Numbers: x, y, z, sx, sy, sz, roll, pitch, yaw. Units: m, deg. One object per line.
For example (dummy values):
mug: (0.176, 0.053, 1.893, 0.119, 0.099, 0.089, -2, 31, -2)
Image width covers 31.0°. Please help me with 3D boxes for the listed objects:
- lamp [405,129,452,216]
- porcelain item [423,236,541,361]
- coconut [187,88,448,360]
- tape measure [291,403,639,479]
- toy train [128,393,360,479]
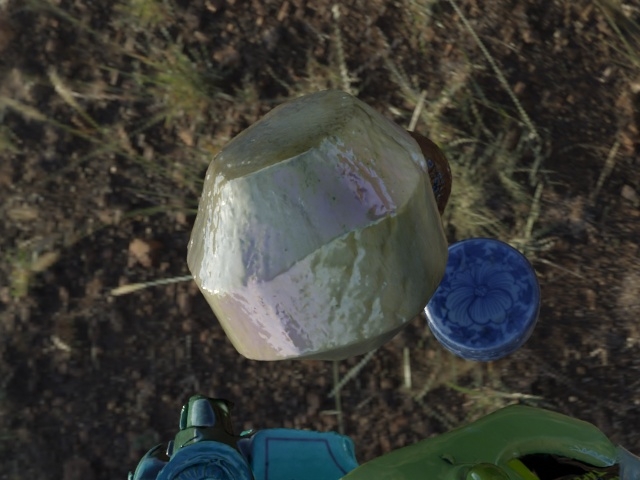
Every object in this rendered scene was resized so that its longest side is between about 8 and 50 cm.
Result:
lamp: (0.118, -0.083, 1.661, 0.135, 0.157, 0.156, -174, 79, -69)
porcelain item: (0.202, 0.074, 1.443, 0.147, 0.114, 0.147, -2, 77, 7)
coconut: (0.000, 0.000, 1.073, 0.259, 0.259, 0.259, -3, 84, 32)
tape measure: (0.101, 0.154, 0.523, 0.175, 0.200, 0.106, 38, 117, 28)
toy train: (-0.046, 0.200, 0.729, 0.107, 0.154, 0.197, 144, 131, -67)
